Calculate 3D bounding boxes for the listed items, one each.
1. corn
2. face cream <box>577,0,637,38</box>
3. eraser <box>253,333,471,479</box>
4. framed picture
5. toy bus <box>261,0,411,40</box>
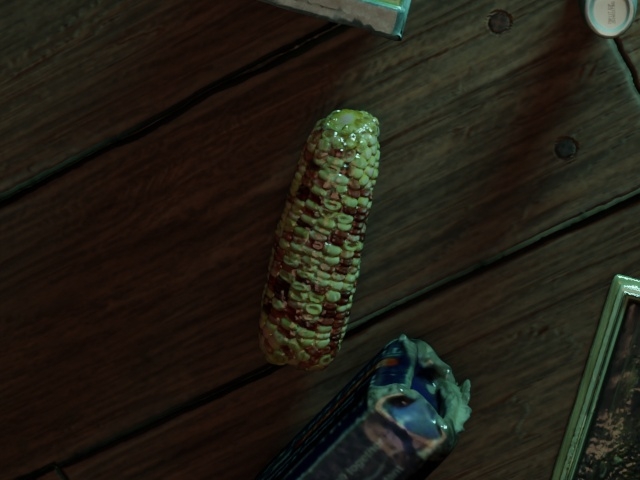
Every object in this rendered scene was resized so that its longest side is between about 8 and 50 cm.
[{"bbox_3d":[0.000,0.000,1.776,0.086,0.086,0.253,14,109,2],"label":"corn"},{"bbox_3d":[0.242,-0.212,1.625,0.051,0.182,0.072,-4,107,8],"label":"face cream"},{"bbox_3d":[0.001,0.238,1.822,0.101,0.155,0.332,43,109,-6],"label":"eraser"},{"bbox_3d":[0.351,0.196,1.836,0.232,0.019,0.296,14,110,2],"label":"framed picture"},{"bbox_3d":[0.026,-0.288,1.555,0.152,0.312,0.190,15,109,2],"label":"toy bus"}]
